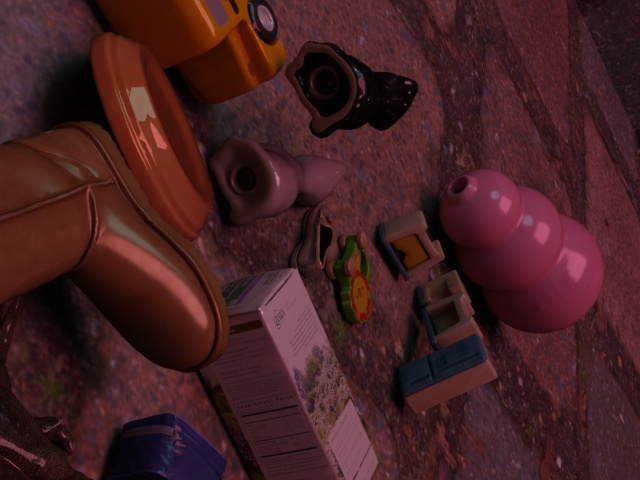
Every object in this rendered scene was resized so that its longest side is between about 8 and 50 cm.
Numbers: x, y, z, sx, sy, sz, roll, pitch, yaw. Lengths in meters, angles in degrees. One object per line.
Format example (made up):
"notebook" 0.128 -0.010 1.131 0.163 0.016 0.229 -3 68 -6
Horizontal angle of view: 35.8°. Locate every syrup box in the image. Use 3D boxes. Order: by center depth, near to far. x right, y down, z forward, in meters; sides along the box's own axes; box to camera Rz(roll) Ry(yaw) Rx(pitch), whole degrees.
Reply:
"syrup box" -0.034 0.155 0.976 0.236 0.096 0.093 66 27 -16

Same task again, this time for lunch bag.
"lunch bag" -0.123 0.190 0.826 0.098 0.067 0.065 53 35 -37

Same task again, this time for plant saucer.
"plant saucer" -0.143 -0.095 0.883 0.200 0.037 0.199 -22 90 -86

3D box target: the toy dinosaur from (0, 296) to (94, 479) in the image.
"toy dinosaur" -0.212 0.157 0.629 0.160 0.121 0.313 49 39 -50

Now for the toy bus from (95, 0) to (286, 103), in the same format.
"toy bus" -0.162 -0.279 0.948 0.332 0.108 0.130 61 31 -24

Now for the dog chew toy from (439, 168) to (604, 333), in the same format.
"dog chew toy" 0.310 0.007 1.586 0.332 0.207 0.206 41 42 -35

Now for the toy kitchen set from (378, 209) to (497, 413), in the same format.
"toy kitchen set" 0.128 0.090 1.327 0.166 0.122 0.207 57 12 -29

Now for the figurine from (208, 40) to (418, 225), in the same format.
"figurine" 0.004 -0.109 1.094 0.092 0.215 0.209 49 21 16

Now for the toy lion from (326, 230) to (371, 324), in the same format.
"toy lion" 0.044 0.052 1.247 0.100 0.034 0.096 -63 138 -52

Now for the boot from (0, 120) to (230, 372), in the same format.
"boot" -0.203 0.028 0.677 0.236 0.089 0.269 53 26 4

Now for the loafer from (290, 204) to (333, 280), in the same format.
"loafer" 0.000 0.000 1.177 0.045 0.039 0.125 57 33 -28
